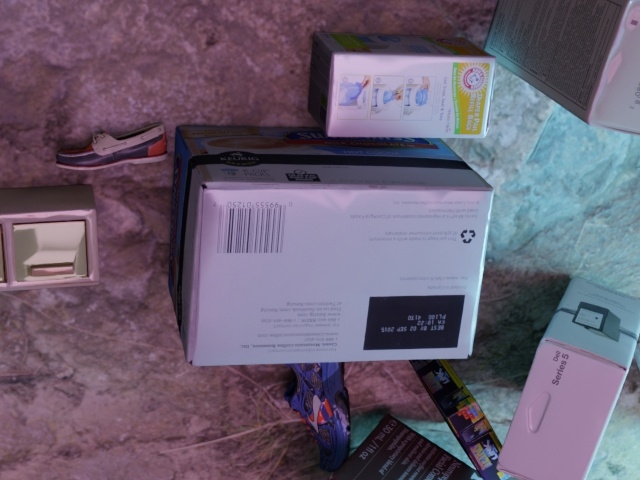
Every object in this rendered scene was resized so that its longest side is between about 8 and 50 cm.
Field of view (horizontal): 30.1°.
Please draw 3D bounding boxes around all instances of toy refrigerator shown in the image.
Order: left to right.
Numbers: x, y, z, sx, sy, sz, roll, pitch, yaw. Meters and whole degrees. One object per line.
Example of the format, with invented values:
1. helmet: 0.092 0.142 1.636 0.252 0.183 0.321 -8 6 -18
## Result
1. toy refrigerator: -0.403 0.002 1.417 0.270 0.094 0.102 -3 114 -13

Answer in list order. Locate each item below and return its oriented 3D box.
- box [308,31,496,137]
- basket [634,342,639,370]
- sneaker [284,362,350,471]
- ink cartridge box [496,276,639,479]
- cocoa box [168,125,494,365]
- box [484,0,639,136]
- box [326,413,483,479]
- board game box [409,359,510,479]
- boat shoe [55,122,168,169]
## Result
1. box: 0.097 -0.189 1.448 0.203 0.114 0.103 0 112 -13
2. basket: 0.552 0.214 1.750 0.113 0.103 0.167 -29 116 -1
3. sneaker: -0.005 0.221 1.635 0.087 0.083 0.221 -5 113 5
4. ink cartridge box: 0.339 0.188 1.583 0.115 0.273 0.198 20 111 14
5. cocoa box: 0.000 0.000 1.443 0.347 0.228 0.231 0 113 -14
6. box: 0.314 -0.234 1.374 0.121 0.311 0.147 9 111 -18
7. box: 0.184 0.417 1.582 0.381 0.191 0.143 32 121 13
8. board game box: 0.192 0.237 1.631 0.048 0.170 0.141 -30 117 -1
9. boat shoe: -0.252 -0.112 1.431 0.137 0.049 0.043 -8 112 -13
